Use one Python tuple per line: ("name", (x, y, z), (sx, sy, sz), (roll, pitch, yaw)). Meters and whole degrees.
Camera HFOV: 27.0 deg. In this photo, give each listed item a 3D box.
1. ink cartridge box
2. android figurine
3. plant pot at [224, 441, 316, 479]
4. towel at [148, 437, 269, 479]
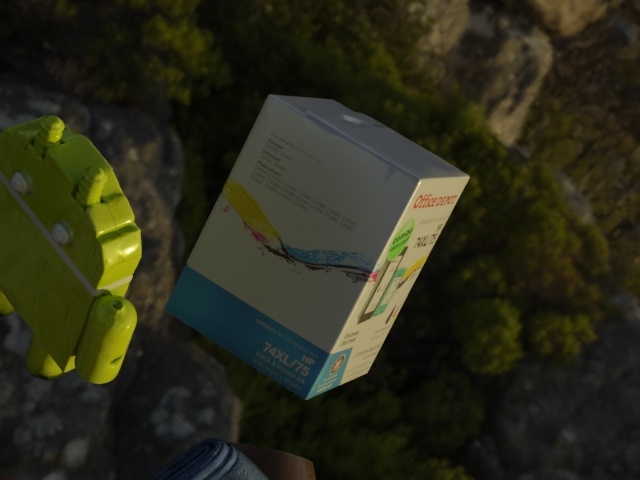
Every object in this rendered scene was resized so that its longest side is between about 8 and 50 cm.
("ink cartridge box", (0.000, 0.000, 1.480), (0.197, 0.270, 0.198), (31, 15, 17))
("android figurine", (-0.243, 0.005, 1.183), (0.056, 0.273, 0.248), (-25, 67, -38))
("plant pot", (-0.079, 0.324, 1.320), (0.215, 0.215, 0.230), (19, 72, -24))
("towel", (-0.047, 0.170, 0.795), (0.119, 0.067, 0.029), (49, 9, -25))
